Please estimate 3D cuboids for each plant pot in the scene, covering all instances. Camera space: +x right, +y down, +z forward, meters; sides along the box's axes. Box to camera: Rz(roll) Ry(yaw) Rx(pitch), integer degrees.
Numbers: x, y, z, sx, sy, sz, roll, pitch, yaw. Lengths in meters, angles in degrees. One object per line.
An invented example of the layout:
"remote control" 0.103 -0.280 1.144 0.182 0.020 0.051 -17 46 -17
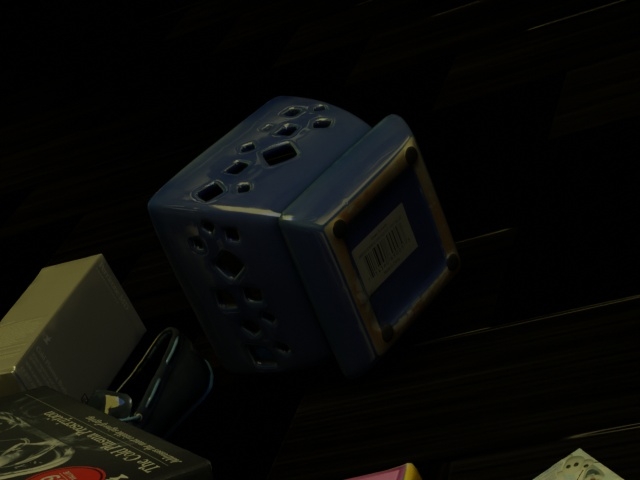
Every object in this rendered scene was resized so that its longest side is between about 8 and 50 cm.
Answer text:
"plant pot" 0.000 0.000 1.502 0.212 0.236 0.236 6 38 42

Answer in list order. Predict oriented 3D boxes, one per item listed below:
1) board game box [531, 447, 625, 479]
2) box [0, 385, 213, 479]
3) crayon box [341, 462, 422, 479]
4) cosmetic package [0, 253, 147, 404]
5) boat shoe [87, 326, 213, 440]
"board game box" 0.193 0.209 1.118 0.090 0.020 0.090 -31 23 -12
"box" -0.288 0.266 1.164 0.312 0.179 0.343 -15 13 -31
"crayon box" 0.033 0.339 0.644 0.106 0.313 0.363 -18 25 20
"cosmetic package" -0.310 0.133 1.670 0.107 0.127 0.238 -13 29 30
"boat shoe" -0.219 0.190 1.501 0.109 0.089 0.258 -9 29 36
